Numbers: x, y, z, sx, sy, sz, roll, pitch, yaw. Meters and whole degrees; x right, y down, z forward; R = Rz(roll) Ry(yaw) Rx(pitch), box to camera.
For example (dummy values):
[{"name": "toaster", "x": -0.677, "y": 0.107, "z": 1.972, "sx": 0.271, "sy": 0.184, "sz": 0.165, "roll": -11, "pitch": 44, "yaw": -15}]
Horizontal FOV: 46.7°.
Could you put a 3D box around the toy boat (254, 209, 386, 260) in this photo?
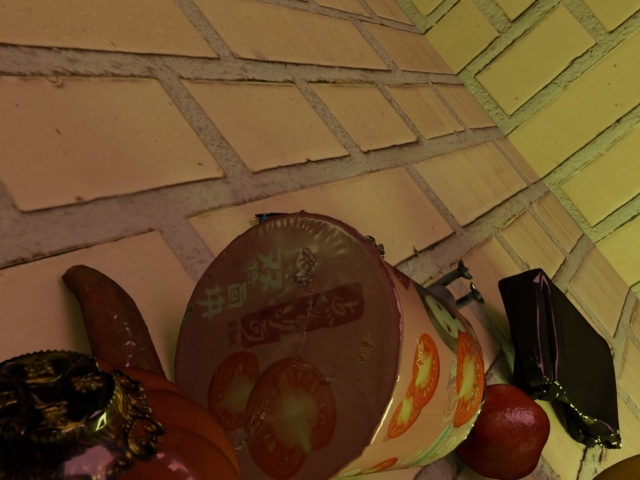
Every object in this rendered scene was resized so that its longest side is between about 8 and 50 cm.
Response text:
[{"name": "toy boat", "x": 0.000, "y": 0.000, "z": 1.005, "sx": 0.210, "sy": 0.066, "sz": 0.084, "roll": 20, "pitch": 4, "yaw": -29}]

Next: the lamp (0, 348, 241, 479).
[{"name": "lamp", "x": -0.149, "y": 0.161, "z": 0.415, "sx": 0.223, "sy": 0.197, "sz": 0.223, "roll": 5, "pitch": 25, "yaw": -2}]

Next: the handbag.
[{"name": "handbag", "x": 0.425, "y": 0.213, "z": 1.307, "sx": 0.285, "sy": 0.113, "sz": 0.257, "roll": 42, "pitch": 32, "yaw": -29}]

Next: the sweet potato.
[{"name": "sweet potato", "x": -0.161, "y": 0.120, "z": 0.608, "sx": 0.078, "sy": 0.058, "sz": 0.255, "roll": 6, "pitch": 50, "yaw": -32}]

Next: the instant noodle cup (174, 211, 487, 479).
[{"name": "instant noodle cup", "x": 0.024, "y": 0.120, "z": 0.712, "sx": 0.231, "sy": 0.243, "sz": 0.243, "roll": 26, "pitch": 34, "yaw": -52}]

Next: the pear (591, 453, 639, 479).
[{"name": "pear", "x": 0.436, "y": 0.411, "z": 0.925, "sx": 0.336, "sy": 0.285, "sz": 0.285, "roll": -6, "pitch": 54, "yaw": -23}]

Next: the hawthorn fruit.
[{"name": "hawthorn fruit", "x": 0.224, "y": 0.240, "z": 0.957, "sx": 0.140, "sy": 0.125, "sz": 0.125, "roll": 35, "pitch": 28, "yaw": -7}]

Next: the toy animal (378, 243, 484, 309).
[{"name": "toy animal", "x": 0.148, "y": 0.098, "z": 1.084, "sx": 0.239, "sy": 0.176, "sz": 0.255, "roll": 58, "pitch": -6, "yaw": 10}]
